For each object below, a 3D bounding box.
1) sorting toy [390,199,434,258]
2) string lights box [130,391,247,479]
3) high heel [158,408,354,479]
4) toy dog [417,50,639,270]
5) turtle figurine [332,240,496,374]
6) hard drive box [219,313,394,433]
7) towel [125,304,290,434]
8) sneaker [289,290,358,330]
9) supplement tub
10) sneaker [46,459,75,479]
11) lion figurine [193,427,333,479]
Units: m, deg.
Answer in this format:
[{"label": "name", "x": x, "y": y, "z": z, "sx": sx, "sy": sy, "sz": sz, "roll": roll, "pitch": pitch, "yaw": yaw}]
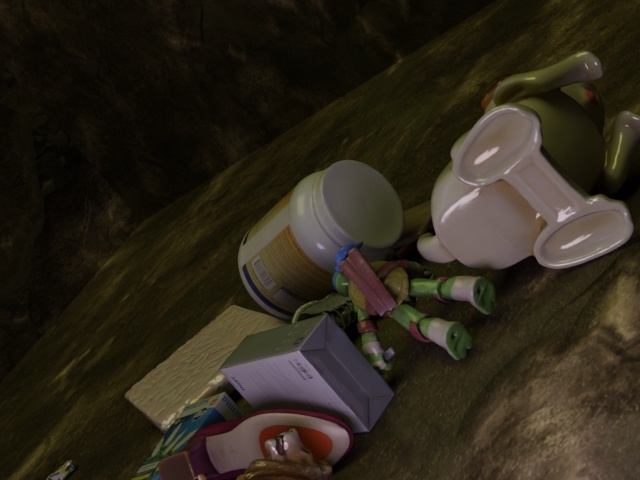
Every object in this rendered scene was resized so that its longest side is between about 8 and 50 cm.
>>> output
[{"label": "sorting toy", "x": 0.187, "y": -0.017, "z": 2.167, "sx": 0.275, "sy": 0.046, "sz": 0.132, "roll": -22, "pitch": 23, "yaw": 46}, {"label": "string lights box", "x": -0.253, "y": 0.404, "z": 1.943, "sx": 0.133, "sy": 0.076, "sz": 0.259, "roll": -26, "pitch": 20, "yaw": 44}, {"label": "high heel", "x": -0.078, "y": 0.323, "z": 1.738, "sx": 0.377, "sy": 0.127, "sz": 0.181, "roll": -13, "pitch": 2, "yaw": 32}, {"label": "toy dog", "x": 0.358, "y": -0.129, "z": 1.770, "sx": 0.395, "sy": 0.285, "sz": 0.408, "roll": -50, "pitch": 4, "yaw": 40}, {"label": "turtle figurine", "x": 0.155, "y": 0.128, "z": 1.738, "sx": 0.266, "sy": 0.274, "sz": 0.198, "roll": 9, "pitch": 24, "yaw": 44}, {"label": "hard drive box", "x": -0.026, "y": 0.228, "z": 1.721, "sx": 0.232, "sy": 0.181, "sz": 0.089, "roll": -19, "pitch": 25, "yaw": 50}, {"label": "towel", "x": -0.240, "y": 0.269, "z": 2.245, "sx": 0.332, "sy": 0.053, "sz": 0.317, "roll": -40, "pitch": 19, "yaw": -17}, {"label": "sneaker", "x": 0.042, "y": 0.131, "z": 1.966, "sx": 0.132, "sy": 0.086, "sz": 0.229, "roll": -21, "pitch": 8, "yaw": 32}, {"label": "supplement tub", "x": 0.000, "y": 0.000, "z": 2.122, "sx": 0.316, "sy": 0.228, "sz": 0.228, "roll": -40, "pitch": 10, "yaw": 46}, {"label": "sneaker", "x": -0.599, "y": 0.540, "z": 2.457, "sx": 0.083, "sy": 0.031, "sz": 0.035, "roll": -38, "pitch": 1, "yaw": -12}, {"label": "lion figurine", "x": -0.028, "y": 0.379, "z": 1.381, "sx": 0.392, "sy": 0.240, "sz": 0.142, "roll": 32, "pitch": 111, "yaw": 58}]
